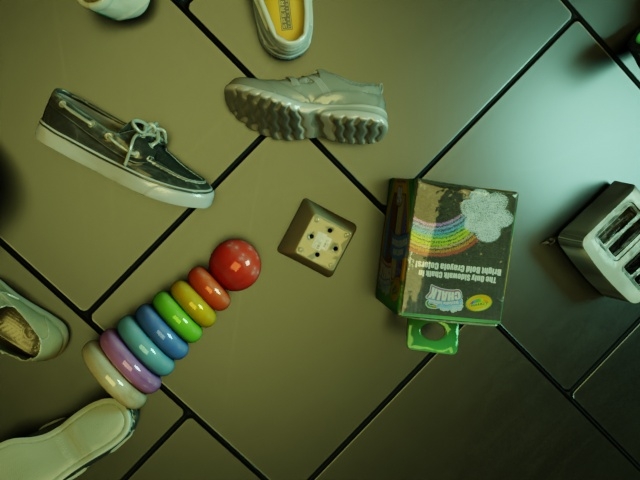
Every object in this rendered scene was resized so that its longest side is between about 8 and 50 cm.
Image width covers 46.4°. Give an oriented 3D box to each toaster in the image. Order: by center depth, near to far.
[{"bbox_3d":[0.538,0.007,1.347,0.186,0.110,0.168,-43,98,-2],"label":"toaster"}]

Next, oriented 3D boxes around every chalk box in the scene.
[{"bbox_3d":[0.204,0.045,1.276,0.180,0.179,0.288,7,95,-8],"label":"chalk box"}]

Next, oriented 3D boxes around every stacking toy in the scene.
[{"bbox_3d":[-0.232,0.127,1.262,0.330,0.141,0.141,-41,98,-8],"label":"stacking toy"}]

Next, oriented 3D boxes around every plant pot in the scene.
[{"bbox_3d":[0.000,0.000,1.286,0.109,0.096,0.109,28,91,-9],"label":"plant pot"}]

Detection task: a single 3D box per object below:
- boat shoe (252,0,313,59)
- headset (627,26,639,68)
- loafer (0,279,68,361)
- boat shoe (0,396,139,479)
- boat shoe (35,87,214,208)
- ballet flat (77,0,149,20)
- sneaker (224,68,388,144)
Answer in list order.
[{"bbox_3d":[-0.082,-0.484,1.202,0.136,0.156,0.367,-9,96,-6],"label":"boat shoe"},{"bbox_3d":[0.678,-0.438,1.270,0.394,0.243,0.185,-40,105,-24],"label":"headset"},{"bbox_3d":[-0.547,0.117,1.231,0.269,0.092,0.102,27,91,-9],"label":"loafer"},{"bbox_3d":[-0.448,0.364,1.266,0.303,0.091,0.114,-23,78,-3],"label":"boat shoe"},{"bbox_3d":[-0.307,-0.154,1.227,0.306,0.113,0.105,27,106,1],"label":"boat shoe"},{"bbox_3d":[-0.322,-0.536,1.124,0.139,0.139,0.400,1,113,-7],"label":"ballet flat"},{"bbox_3d":[-0.023,-0.239,1.279,0.281,0.105,0.115,10,60,-4],"label":"sneaker"}]
